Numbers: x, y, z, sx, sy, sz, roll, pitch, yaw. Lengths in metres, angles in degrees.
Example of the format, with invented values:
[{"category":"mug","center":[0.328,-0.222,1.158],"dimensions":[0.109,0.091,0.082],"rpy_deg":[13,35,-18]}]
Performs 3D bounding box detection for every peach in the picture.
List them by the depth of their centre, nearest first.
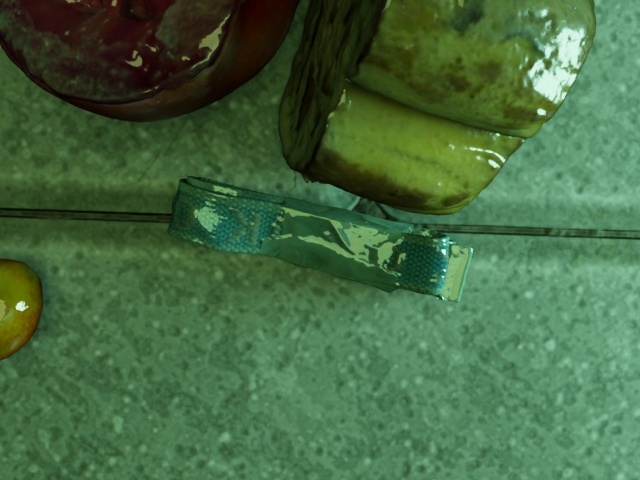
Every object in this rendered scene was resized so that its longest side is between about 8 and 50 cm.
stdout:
[{"category":"peach","center":[-0.322,0.068,0.918],"dimensions":[0.100,0.101,0.101],"rpy_deg":[0,95,-1]}]

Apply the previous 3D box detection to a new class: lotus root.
[{"category":"lotus root","center":[0.101,-0.159,0.815],"dimensions":[0.250,0.316,0.316],"rpy_deg":[22,94,-11]}]

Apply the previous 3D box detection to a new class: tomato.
[{"category":"tomato","center":[-0.141,-0.267,0.858],"dimensions":[0.289,0.176,0.335],"rpy_deg":[25,90,17]}]

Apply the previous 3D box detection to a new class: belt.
[{"category":"belt","center":[0.000,0.000,0.918],"dimensions":[0.302,0.087,0.072],"rpy_deg":[13,91,-2]}]
